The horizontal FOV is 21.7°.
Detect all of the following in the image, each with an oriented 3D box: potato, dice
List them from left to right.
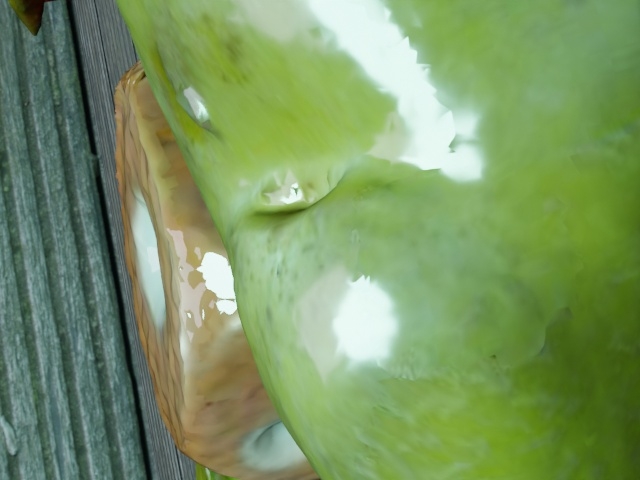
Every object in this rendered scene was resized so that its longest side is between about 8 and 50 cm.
[{"bbox_3d":[0.000,0.000,0.810,0.174,0.179,0.175,95,158,-48],"label":"dice"},{"bbox_3d":[0.038,-0.073,0.469,0.218,0.202,0.351,154,108,-77],"label":"potato"}]

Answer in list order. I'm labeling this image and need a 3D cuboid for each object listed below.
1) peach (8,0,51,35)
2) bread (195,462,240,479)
[{"bbox_3d":[-0.212,-0.380,1.251,0.335,0.310,0.406,33,156,29],"label":"peach"},{"bbox_3d":[-0.042,0.276,1.390,0.383,0.112,0.166,96,164,-56],"label":"bread"}]
